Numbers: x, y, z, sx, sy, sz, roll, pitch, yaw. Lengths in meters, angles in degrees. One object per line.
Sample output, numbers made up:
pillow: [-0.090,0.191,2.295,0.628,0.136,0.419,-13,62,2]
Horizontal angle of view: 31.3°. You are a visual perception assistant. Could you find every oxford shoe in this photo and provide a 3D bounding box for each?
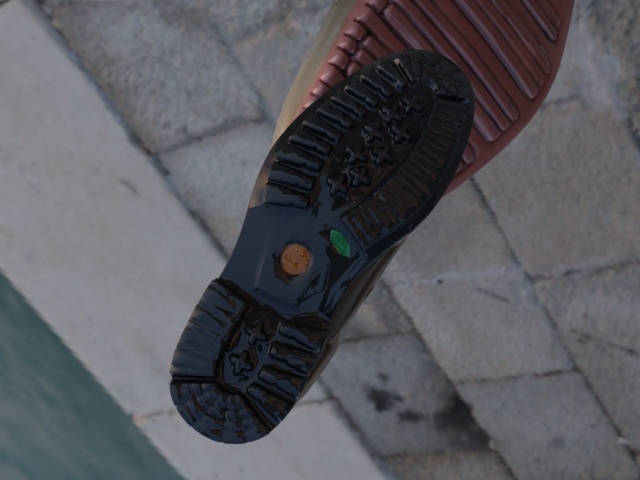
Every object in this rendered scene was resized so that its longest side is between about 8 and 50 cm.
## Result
oxford shoe: [0.079,-0.165,0.744,0.146,0.397,0.140,9,146,51]
oxford shoe: [0.000,0.000,0.588,0.083,0.227,0.096,35,170,8]
